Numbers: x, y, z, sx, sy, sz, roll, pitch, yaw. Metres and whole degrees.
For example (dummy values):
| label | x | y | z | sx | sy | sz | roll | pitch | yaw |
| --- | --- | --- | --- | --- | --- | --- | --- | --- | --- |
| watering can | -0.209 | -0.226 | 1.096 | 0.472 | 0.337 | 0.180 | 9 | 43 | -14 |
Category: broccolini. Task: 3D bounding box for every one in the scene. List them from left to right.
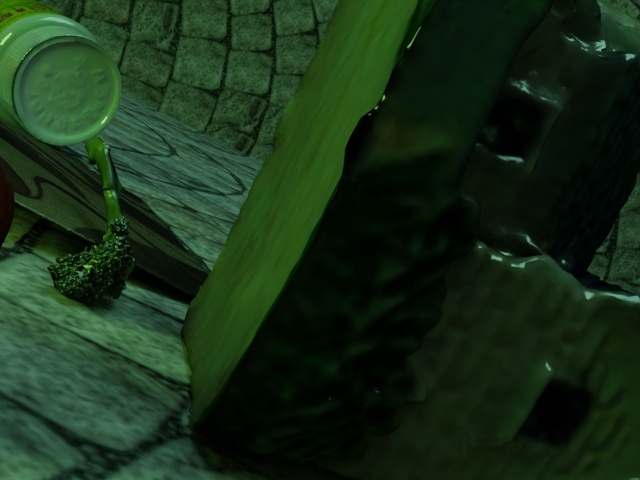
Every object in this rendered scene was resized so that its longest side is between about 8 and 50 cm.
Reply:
| label | x | y | z | sx | sy | sz | roll | pitch | yaw |
| --- | --- | --- | --- | --- | --- | --- | --- | --- | --- |
| broccolini | -0.145 | -0.013 | 0.588 | 0.052 | 0.054 | 0.194 | 63 | 0 | -30 |

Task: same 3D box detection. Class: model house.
| label | x | y | z | sx | sy | sz | roll | pitch | yaw |
| --- | --- | --- | --- | --- | --- | --- | --- | --- | --- |
| model house | 0.105 | -0.005 | 0.506 | 0.284 | 0.298 | 0.243 | 25 | 7 | -18 |

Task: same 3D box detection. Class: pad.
| label | x | y | z | sx | sy | sz | roll | pitch | yaw |
| --- | --- | --- | --- | --- | --- | --- | --- | --- | --- |
| pad | -0.197 | -0.039 | 0.744 | 0.220 | 0.004 | 0.330 | 32 | 3 | -31 |

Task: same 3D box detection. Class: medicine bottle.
| label | x | y | z | sx | sy | sz | roll | pitch | yaw |
| --- | --- | --- | --- | --- | --- | --- | --- | --- | --- |
| medicine bottle | -0.325 | -0.197 | 1.016 | 0.139 | 0.139 | 0.225 | 22 | 8 | -41 |

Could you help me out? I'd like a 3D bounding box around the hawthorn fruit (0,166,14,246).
| label | x | y | z | sx | sy | sz | roll | pitch | yaw |
| --- | --- | --- | --- | --- | --- | --- | --- | --- | --- |
| hawthorn fruit | -0.178 | -0.025 | 0.315 | 0.140 | 0.125 | 0.125 | 23 | 7 | -45 |
